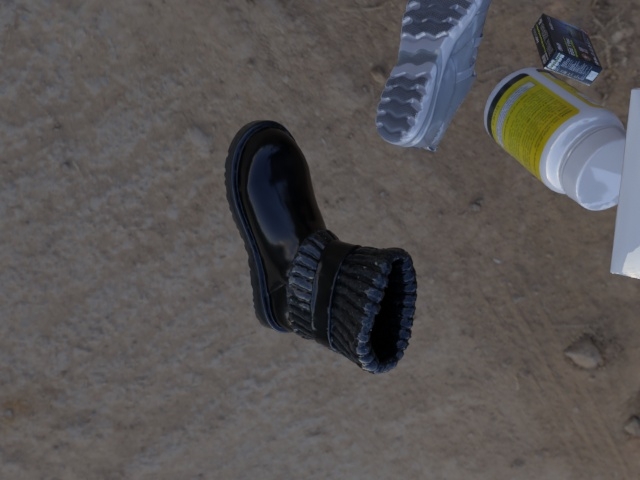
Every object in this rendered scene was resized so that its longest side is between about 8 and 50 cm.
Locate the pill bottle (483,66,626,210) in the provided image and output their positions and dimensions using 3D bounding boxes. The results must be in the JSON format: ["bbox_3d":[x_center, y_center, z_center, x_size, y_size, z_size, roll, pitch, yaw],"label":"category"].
[{"bbox_3d":[0.313,-0.134,0.873,0.119,0.208,0.119,-10,127,-14],"label":"pill bottle"}]

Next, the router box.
[{"bbox_3d":[0.415,-0.325,1.137,0.092,0.123,0.038,15,136,-14],"label":"router box"}]

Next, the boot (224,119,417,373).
[{"bbox_3d":[0.003,0.000,0.948,0.131,0.260,0.348,-23,110,-34],"label":"boot"}]

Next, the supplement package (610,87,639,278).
[{"bbox_3d":[0.430,-0.063,0.646,0.292,0.175,0.178,-14,111,-43],"label":"supplement package"}]

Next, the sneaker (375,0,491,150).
[{"bbox_3d":[0.168,-0.256,0.924,0.115,0.105,0.281,15,103,-50],"label":"sneaker"}]
